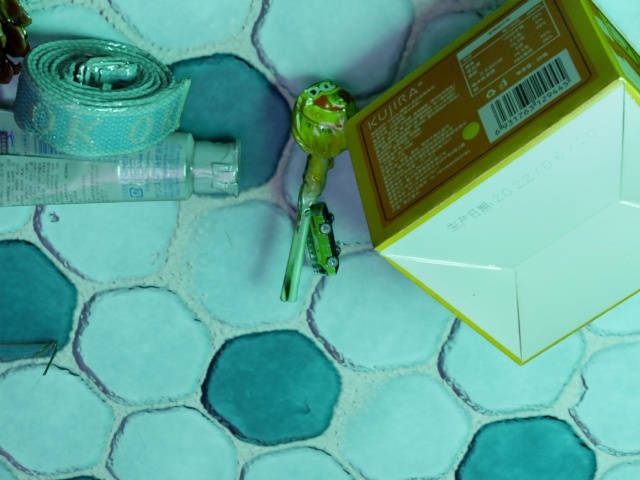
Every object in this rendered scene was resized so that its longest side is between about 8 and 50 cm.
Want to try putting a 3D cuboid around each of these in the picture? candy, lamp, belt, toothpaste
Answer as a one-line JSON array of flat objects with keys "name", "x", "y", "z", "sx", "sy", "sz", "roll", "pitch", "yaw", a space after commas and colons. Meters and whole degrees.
[{"name": "candy", "x": -0.011, "y": -0.049, "z": 1.506, "sx": 0.073, "sy": 0.077, "sz": 0.262, "roll": 9, "pitch": 115, "yaw": -5}, {"name": "lamp", "x": -0.380, "y": 0.131, "z": 1.665, "sx": 0.121, "sy": 0.054, "sz": 0.041, "roll": 7, "pitch": 119, "yaw": 10}, {"name": "belt", "x": -0.232, "y": -0.153, "z": 1.433, "sx": 0.147, "sy": 0.163, "sz": 0.082, "roll": 30, "pitch": 122, "yaw": 10}, {"name": "toothpaste", "x": -0.237, "y": -0.085, "z": 1.508, "sx": 0.299, "sy": 0.073, "sz": 0.114, "roll": 3, "pitch": 99, "yaw": -1}]

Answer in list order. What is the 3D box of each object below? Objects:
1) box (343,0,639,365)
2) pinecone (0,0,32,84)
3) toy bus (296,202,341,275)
[{"name": "box", "x": 0.215, "y": -0.072, "z": 1.381, "sx": 0.283, "sy": 0.214, "sz": 0.259, "roll": -35, "pitch": 132, "yaw": 21}, {"name": "pinecone", "x": -0.378, "y": -0.213, "z": 1.407, "sx": 0.173, "sy": 0.174, "sz": 0.174, "roll": 2, "pitch": 119, "yaw": 4}, {"name": "toy bus", "x": 0.000, "y": 0.000, "z": 1.567, "sx": 0.037, "sy": 0.031, "sz": 0.083, "roll": -5, "pitch": 118, "yaw": 14}]
